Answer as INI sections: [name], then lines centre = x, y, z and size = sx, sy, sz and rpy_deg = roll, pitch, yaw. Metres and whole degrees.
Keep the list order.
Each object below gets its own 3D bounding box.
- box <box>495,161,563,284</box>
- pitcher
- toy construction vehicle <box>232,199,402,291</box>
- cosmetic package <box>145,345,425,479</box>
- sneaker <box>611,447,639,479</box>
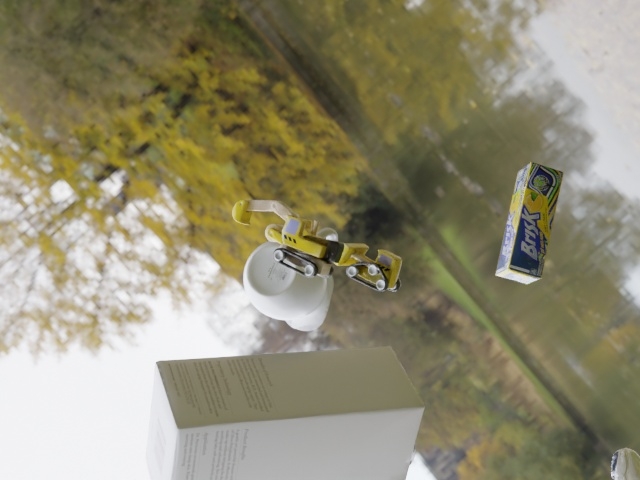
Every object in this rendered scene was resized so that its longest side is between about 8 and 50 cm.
[box]
centre = 0.307, -0.024, 1.583
size = 0.054, 0.168, 0.059
rpy_deg = 16, 166, -7
[pitcher]
centre = -0.035, 0.046, 1.723
size = 0.126, 0.177, 0.207
rpy_deg = 18, 172, 20
[toy construction vehicle]
centre = 0.000, 0.000, 0.714
size = 0.098, 0.035, 0.086
rpy_deg = 26, -170, 29
[cosmetic package]
centre = -0.054, 0.280, 1.564
size = 0.366, 0.196, 0.155
rpy_deg = -1, -147, -22
[sneaker]
centre = 0.512, 0.370, 1.469
size = 0.094, 0.153, 0.235
rpy_deg = 16, -135, -54
